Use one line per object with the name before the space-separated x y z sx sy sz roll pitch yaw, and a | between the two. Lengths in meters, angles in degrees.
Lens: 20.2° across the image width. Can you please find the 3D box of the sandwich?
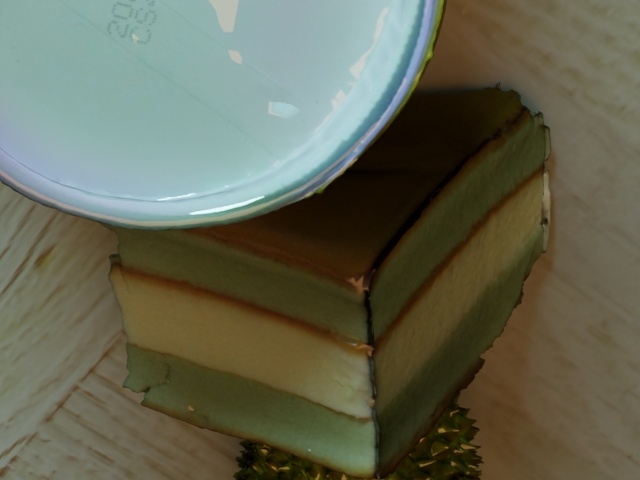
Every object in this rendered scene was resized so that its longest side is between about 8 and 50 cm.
sandwich | 0.000 0.000 1.068 0.198 0.227 0.155 15 125 27

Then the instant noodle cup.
instant noodle cup | -0.075 -0.169 0.880 0.326 0.254 0.325 -3 118 -5

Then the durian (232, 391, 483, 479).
durian | 0.025 0.167 1.134 0.159 0.146 0.198 -7 119 -1
